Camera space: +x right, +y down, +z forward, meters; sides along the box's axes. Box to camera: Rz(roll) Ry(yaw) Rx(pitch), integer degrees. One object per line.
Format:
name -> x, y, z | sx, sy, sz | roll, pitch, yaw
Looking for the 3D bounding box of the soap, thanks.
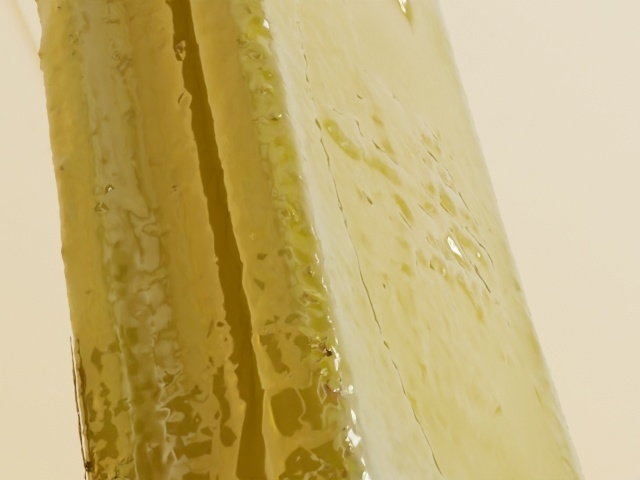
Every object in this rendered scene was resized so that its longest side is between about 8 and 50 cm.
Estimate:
soap -> 0.000, 0.000, 0.463 | 0.091, 0.315, 0.199 | -28, -33, 24
